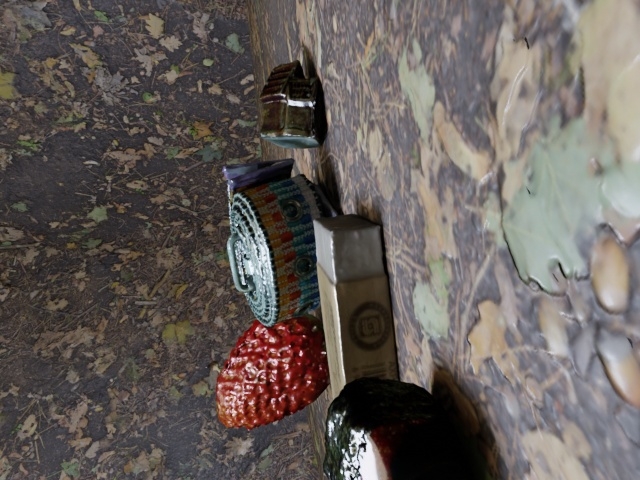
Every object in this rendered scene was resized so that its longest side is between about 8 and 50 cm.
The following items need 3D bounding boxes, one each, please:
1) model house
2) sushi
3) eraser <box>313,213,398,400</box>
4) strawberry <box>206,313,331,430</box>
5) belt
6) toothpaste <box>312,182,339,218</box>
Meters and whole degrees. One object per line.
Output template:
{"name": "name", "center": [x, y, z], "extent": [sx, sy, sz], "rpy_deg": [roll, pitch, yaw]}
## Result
{"name": "model house", "center": [-0.044, -0.251, 0.891], "extent": [0.165, 0.106, 0.152], "rpy_deg": [8, 97, 44]}
{"name": "sushi", "center": [0.073, 0.249, 0.475], "extent": [0.126, 0.136, 0.225], "rpy_deg": [-135, 41, -62]}
{"name": "eraser", "center": [0.051, 0.139, 0.690], "extent": [0.144, 0.078, 0.344], "rpy_deg": [-135, 38, -75]}
{"name": "strawberry", "center": [-0.134, 0.324, 1.252], "extent": [0.292, 0.343, 0.292], "rpy_deg": [56, 164, 25]}
{"name": "belt", "center": [-0.088, 0.016, 0.891], "extent": [0.207, 0.160, 0.295], "rpy_deg": [44, 144, 49]}
{"name": "toothpaste", "center": [-0.001, -0.044, 0.921], "extent": [0.099, 0.068, 0.282], "rpy_deg": [52, -176, -38]}
